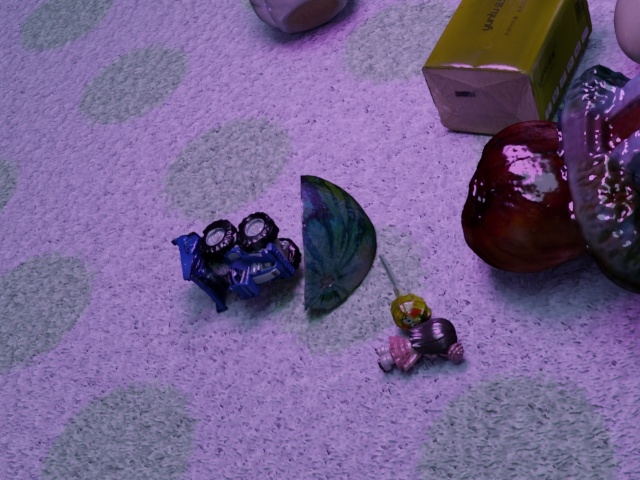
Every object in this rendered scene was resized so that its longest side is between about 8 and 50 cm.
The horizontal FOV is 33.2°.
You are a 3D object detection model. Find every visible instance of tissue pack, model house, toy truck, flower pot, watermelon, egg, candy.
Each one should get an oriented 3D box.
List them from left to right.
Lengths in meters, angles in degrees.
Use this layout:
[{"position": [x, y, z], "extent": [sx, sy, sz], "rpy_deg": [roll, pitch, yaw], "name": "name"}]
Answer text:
[{"position": [-0.146, 0.042, 1.791], "extent": [0.208, 0.113, 0.126], "rpy_deg": [-10, 51, 30], "name": "toy truck"}, {"position": [-0.050, -0.553, 2.236], "extent": [0.246, 0.246, 0.195], "rpy_deg": [-23, 75, 4], "name": "flower pot"}, {"position": [0.011, -0.014, 1.751], "extent": [0.128, 0.146, 0.231], "rpy_deg": [-14, 43, 14], "name": "watermelon"}, {"position": [0.123, 0.075, 1.691], "extent": [0.058, 0.062, 0.194], "rpy_deg": [-65, 25, 25], "name": "candy"}, {"position": [0.333, -0.335, 1.886], "extent": [0.200, 0.167, 0.275], "rpy_deg": [9, 53, 33], "name": "tissue pack"}, {"position": [0.596, -0.393, 1.797], "extent": [0.186, 0.187, 0.253], "rpy_deg": [26, 62, 41], "name": "egg"}, {"position": [0.535, -0.134, 1.400], "extent": [0.339, 0.297, 0.360], "rpy_deg": [-43, 29, 43], "name": "model house"}]

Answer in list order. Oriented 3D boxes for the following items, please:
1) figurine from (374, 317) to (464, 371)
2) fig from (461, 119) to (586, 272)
[{"position": [0.145, 0.159, 1.588], "extent": [0.129, 0.054, 0.072], "rpy_deg": [-20, 47, 11], "name": "figurine"}, {"position": [0.334, -0.066, 1.602], "extent": [0.263, 0.224, 0.224], "rpy_deg": [-19, 43, 13], "name": "fig"}]
